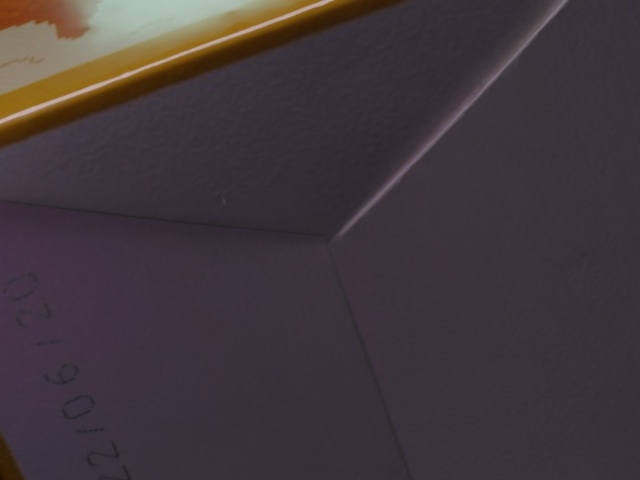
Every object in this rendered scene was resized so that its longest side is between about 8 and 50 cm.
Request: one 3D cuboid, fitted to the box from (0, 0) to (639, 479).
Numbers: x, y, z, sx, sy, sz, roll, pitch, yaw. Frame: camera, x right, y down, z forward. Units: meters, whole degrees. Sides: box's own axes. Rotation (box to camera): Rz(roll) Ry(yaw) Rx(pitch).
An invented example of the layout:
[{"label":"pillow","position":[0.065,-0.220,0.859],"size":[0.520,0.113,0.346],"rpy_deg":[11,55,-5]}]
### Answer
[{"label":"box","position":[0.000,0.000,0.719],"size":[0.260,0.283,0.214],"rpy_deg":[-21,33,-2]}]
